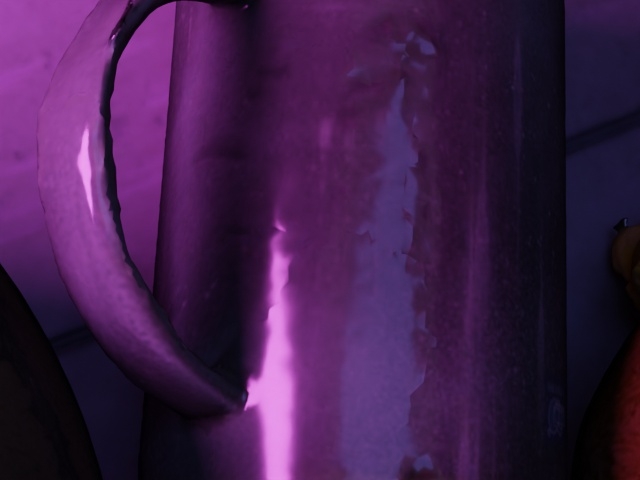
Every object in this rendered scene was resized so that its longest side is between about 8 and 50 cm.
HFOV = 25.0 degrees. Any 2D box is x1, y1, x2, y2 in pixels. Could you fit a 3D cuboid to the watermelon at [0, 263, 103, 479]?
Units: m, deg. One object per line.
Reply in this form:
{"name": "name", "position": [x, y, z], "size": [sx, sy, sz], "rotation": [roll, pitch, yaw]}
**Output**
{"name": "watermelon", "position": [-0.226, 0.082, 0.478], "size": [0.279, 0.279, 0.359], "rotation": [-31, 80, -19]}

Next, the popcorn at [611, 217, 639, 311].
{"name": "popcorn", "position": [0.187, 0.017, 0.703], "size": [0.084, 0.084, 0.084], "rotation": [4, 73, -12]}

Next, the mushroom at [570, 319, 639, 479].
{"name": "mushroom", "position": [0.235, 0.136, 0.624], "size": [0.278, 0.163, 0.297], "rotation": [-43, 98, -34]}

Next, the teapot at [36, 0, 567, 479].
{"name": "teapot", "position": [0.000, 0.000, 0.578], "size": [0.270, 0.200, 0.337], "rotation": [21, 66, -50]}
